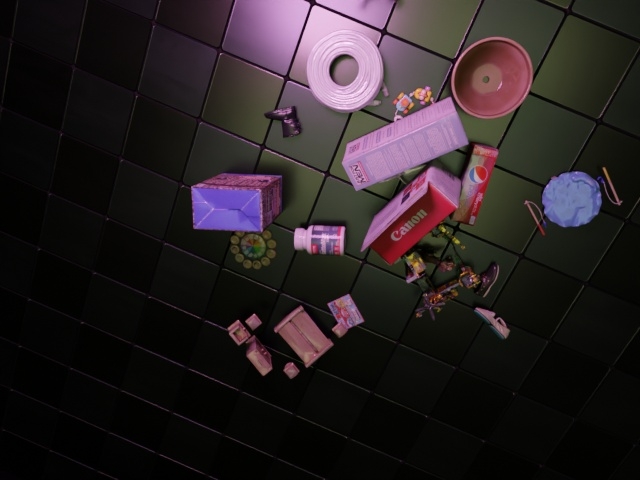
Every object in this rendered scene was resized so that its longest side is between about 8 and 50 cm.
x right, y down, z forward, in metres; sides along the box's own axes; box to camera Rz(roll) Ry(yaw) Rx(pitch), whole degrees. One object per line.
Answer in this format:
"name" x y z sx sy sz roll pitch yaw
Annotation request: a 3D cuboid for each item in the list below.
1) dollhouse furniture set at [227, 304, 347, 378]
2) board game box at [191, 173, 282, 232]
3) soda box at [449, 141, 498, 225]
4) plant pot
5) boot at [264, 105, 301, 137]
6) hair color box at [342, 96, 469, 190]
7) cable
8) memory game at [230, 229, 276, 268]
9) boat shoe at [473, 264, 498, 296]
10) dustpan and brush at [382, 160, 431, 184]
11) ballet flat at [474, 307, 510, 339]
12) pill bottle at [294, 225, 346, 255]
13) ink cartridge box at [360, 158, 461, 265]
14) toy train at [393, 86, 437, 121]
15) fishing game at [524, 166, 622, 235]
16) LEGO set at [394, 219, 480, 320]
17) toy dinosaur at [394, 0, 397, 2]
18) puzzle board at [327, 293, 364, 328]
"dollhouse furniture set" -0.131 0.340 1.880 0.355 0.174 0.303 -39 99 -5
"board game box" -0.273 -0.135 1.634 0.231 0.291 0.141 3 106 7
"soda box" 0.509 -0.190 1.603 0.083 0.092 0.264 15 109 4
"plant pot" 0.527 -0.503 1.496 0.237 0.110 0.238 3 107 9
"boot" -0.130 -0.407 1.662 0.121 0.045 0.099 -8 109 11
"hair color box" 0.265 -0.308 1.531 0.374 0.185 0.114 -21 115 20
"cable" 0.079 -0.549 1.560 0.256 0.089 0.257 -11 105 12
"memory game" -0.257 0.023 1.828 0.186 0.012 0.187 3 107 8
"boat shoe" 0.595 0.142 1.715 0.041 0.049 0.133 20 113 -6
"dustpan and brush" 0.294 -0.234 1.639 0.210 0.060 0.148 -13 105 12
"ballet flat" 0.633 0.293 1.763 0.168 0.057 0.052 45 80 -10
"pill bottle" 0.000 0.000 1.732 0.179 0.108 0.108 2 107 8
"ink cartridge box" 0.291 -0.077 1.541 0.130 0.272 0.309 40 124 -6
"toy train" 0.323 -0.438 1.580 0.166 0.046 0.125 -7 105 10
"fishing game" 0.835 -0.138 1.600 0.263 0.041 0.189 -29 93 21
"LEGO set" 0.397 0.097 1.656 0.254 0.192 0.332 -23 103 15
"toy dinosaur" 0.171 -0.814 1.446 0.313 0.121 0.161 1 74 -5
"puzzle board" 0.098 0.280 1.854 0.096 0.011 0.128 -26 102 15
